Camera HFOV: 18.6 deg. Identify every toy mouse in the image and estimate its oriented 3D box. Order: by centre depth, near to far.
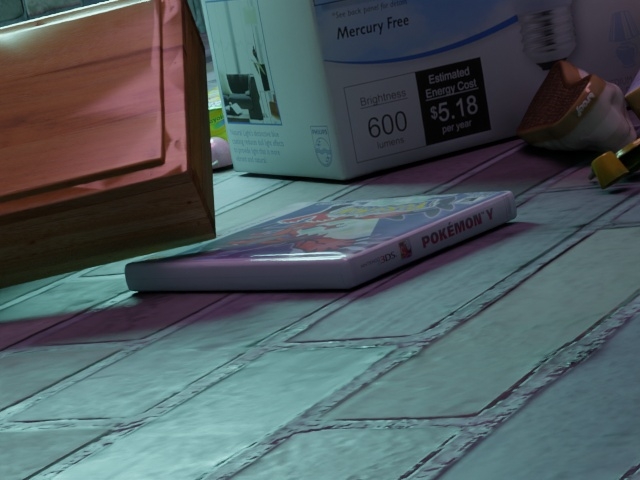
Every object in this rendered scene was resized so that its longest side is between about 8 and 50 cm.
[{"bbox_3d":[-0.073,-0.094,1.898,0.161,0.031,0.143,-16,11,-27],"label":"toy mouse"}]

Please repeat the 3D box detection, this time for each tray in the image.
[{"bbox_3d":[-0.284,-0.050,1.381,0.411,0.076,0.203,-14,45,7],"label":"tray"}]

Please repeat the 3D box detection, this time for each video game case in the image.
[{"bbox_3d":[0.000,0.000,1.313,0.201,0.023,0.183,-2,13,41],"label":"video game case"}]

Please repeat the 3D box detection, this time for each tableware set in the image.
[{"bbox_3d":[0.259,-0.081,1.371,0.154,0.024,0.104,-30,-10,-2],"label":"tableware set"}]

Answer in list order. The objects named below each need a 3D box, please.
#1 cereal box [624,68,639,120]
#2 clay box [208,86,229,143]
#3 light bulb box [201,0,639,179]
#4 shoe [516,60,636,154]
[{"bbox_3d":[0.356,-0.186,1.636,0.173,0.047,0.240,-31,12,31],"label":"cereal box"},{"bbox_3d":[-0.067,-0.143,2.113,0.127,0.053,0.222,-8,11,13],"label":"clay box"},{"bbox_3d":[0.084,-0.269,1.768,0.358,0.361,0.225,-16,11,-27],"label":"light bulb box"},{"bbox_3d":[0.208,-0.100,1.586,0.058,0.076,0.219,32,5,-7],"label":"shoe"}]
